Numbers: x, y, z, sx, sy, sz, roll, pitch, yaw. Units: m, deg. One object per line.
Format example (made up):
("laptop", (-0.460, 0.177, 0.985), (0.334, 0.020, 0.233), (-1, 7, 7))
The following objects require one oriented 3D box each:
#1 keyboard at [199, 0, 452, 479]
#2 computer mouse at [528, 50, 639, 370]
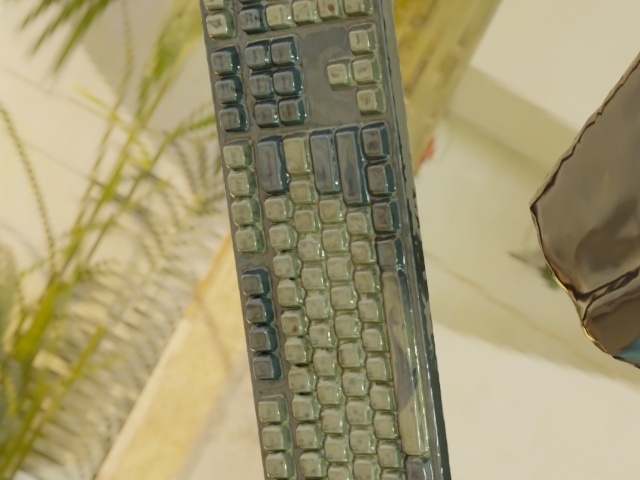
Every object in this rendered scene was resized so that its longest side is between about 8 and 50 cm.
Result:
("keyboard", (0.001, 0.000, 0.460), (0.055, 0.176, 0.014), (-5, 4, 30))
("computer mouse", (0.178, -0.054, 0.387), (0.170, 0.269, 0.100), (3, 44, -37))
